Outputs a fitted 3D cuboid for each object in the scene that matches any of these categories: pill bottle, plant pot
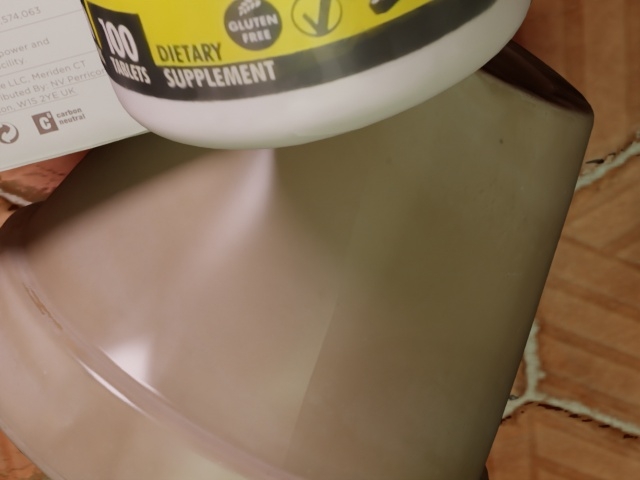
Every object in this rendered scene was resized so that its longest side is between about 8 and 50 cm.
[{"bbox_3d":[-0.040,-0.219,0.695,0.188,0.188,0.334,-12,119,10],"label":"pill bottle"},{"bbox_3d":[0.000,0.000,0.991,0.323,0.323,0.280,26,107,-16],"label":"plant pot"}]

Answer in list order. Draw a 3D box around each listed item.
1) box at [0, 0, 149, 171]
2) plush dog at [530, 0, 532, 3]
[{"bbox_3d":[-0.186,-0.231,0.862,0.168,0.215,0.345,-14,125,11],"label":"box"},{"bbox_3d":[0.156,-0.230,0.845,0.262,0.225,0.210,30,138,-1],"label":"plush dog"}]
